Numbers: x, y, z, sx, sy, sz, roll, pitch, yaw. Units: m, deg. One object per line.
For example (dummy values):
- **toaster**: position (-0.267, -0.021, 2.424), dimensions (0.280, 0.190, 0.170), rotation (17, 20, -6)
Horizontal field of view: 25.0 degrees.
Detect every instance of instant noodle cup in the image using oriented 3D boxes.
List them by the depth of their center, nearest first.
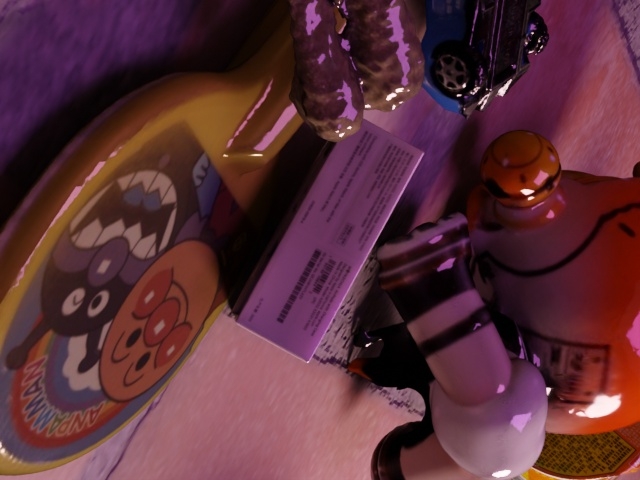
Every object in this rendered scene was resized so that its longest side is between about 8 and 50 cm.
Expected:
- **instant noodle cup**: position (0.242, 0.185, 1.409), dimensions (0.168, 0.168, 0.185), rotation (-53, 160, -19)

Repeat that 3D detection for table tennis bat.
- **table tennis bat**: position (-0.059, -0.032, 0.746), dimensions (0.368, 0.054, 0.224), rotation (-54, 158, -10)

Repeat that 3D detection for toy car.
- **toy car**: position (0.102, -0.180, 0.888), dimensions (0.103, 0.063, 0.216), rotation (-34, 137, -46)

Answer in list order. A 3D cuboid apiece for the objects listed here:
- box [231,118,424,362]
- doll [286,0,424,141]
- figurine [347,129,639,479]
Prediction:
- **box**: position (0.000, 0.000, 0.830), dimensions (0.130, 0.051, 0.129), rotation (-60, -179, -4)
- **doll**: position (0.003, -0.186, 0.621), dimensions (0.203, 0.091, 0.286), rotation (-38, 129, 8)
- **figurine**: position (0.183, 0.062, 1.119), dimensions (0.323, 0.196, 0.320), rotation (-29, 133, -34)
